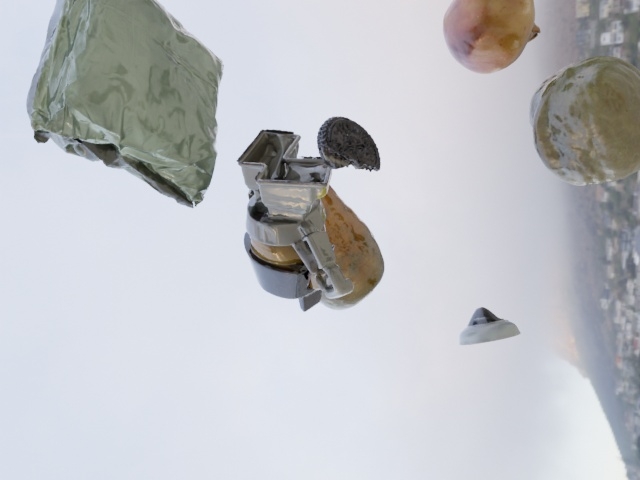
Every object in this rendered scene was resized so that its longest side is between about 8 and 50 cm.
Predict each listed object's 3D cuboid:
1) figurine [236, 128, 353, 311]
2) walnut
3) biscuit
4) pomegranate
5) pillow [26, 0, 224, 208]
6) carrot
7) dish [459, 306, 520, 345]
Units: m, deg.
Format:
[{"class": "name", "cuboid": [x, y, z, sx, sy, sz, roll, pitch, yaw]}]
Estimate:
[{"class": "figurine", "cuboid": [-0.053, -0.018, 0.823, 0.144, 0.308, 0.308, -8, -76, -12]}, {"class": "walnut", "cuboid": [0.575, -0.244, 1.081, 0.227, 0.283, 0.282, -106, 4, -68]}, {"class": "biscuit", "cuboid": [0.035, -0.110, 0.614, 0.089, 0.027, 0.087, 48, -133, -11]}, {"class": "pomegranate", "cuboid": [0.376, -0.481, 1.135, 0.209, 0.209, 0.208, -10, -77, -51]}, {"class": "pillow", "cuboid": [-0.256, -0.221, 0.741, 0.284, 0.138, 0.309, 24, -121, -47]}, {"class": "carrot", "cuboid": [0.000, 0.000, 1.248, 0.340, 0.224, 0.224, 49, -128, -9]}, {"class": "dish", "cuboid": [0.387, 0.194, 1.195, 0.141, 0.141, 0.077, 3, -108, -52]}]
